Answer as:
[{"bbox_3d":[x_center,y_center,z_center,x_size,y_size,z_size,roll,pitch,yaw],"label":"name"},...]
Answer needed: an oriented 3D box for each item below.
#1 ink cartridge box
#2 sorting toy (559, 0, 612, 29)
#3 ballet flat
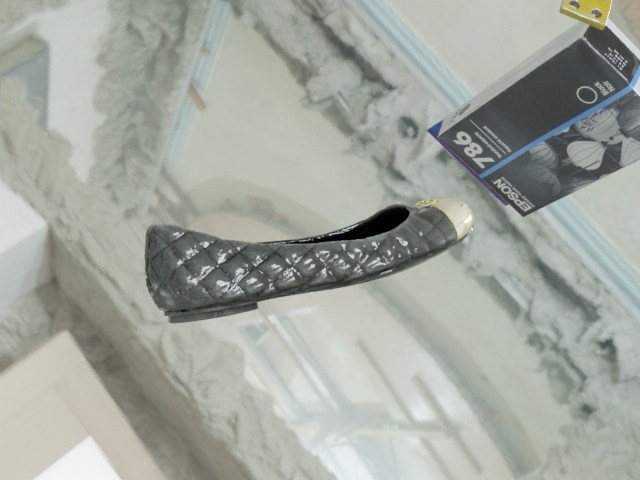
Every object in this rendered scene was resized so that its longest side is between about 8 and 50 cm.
[{"bbox_3d":[0.267,-0.130,1.124,0.165,0.065,0.332,41,-32,-10],"label":"ink cartridge box"},{"bbox_3d":[0.201,-0.325,0.909,0.274,0.132,0.046,44,-27,11],"label":"sorting toy"},{"bbox_3d":[0.000,0.000,0.449,0.057,0.173,0.049,177,-99,-69],"label":"ballet flat"}]
